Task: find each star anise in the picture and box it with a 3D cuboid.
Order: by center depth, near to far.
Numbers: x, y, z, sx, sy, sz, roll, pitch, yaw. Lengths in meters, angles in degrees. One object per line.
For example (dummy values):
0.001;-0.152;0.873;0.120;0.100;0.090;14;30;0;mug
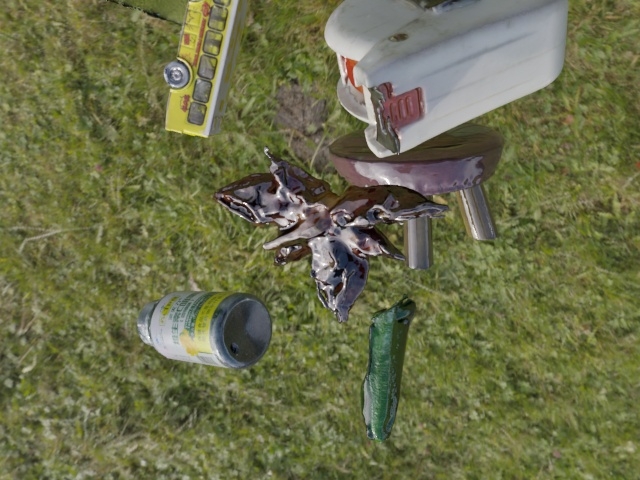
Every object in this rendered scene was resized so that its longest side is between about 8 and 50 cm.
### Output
0.002;-0.002;0.516;0.213;0.053;0.156;16;130;15;star anise

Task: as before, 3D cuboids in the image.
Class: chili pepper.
0.092;0.182;0.832;0.062;0.108;0.216;10;84;6;chili pepper

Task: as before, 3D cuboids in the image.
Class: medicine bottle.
-0.240;0.170;1.123;0.293;0.141;0.141;-4;123;42;medicine bottle

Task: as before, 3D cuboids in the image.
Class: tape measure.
0.130;-0.232;0.668;0.258;0.265;0.130;-25;133;-8;tape measure

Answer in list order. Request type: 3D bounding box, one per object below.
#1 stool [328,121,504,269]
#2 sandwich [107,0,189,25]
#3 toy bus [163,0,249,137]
0.157;-0.087;0.930;0.272;0.272;0.178;-3;113;8;stool
-0.226;-0.455;0.892;0.063;0.245;0.212;42;111;15;sandwich
-0.140;-0.242;0.702;0.074;0.081;0.226;16;102;0;toy bus
